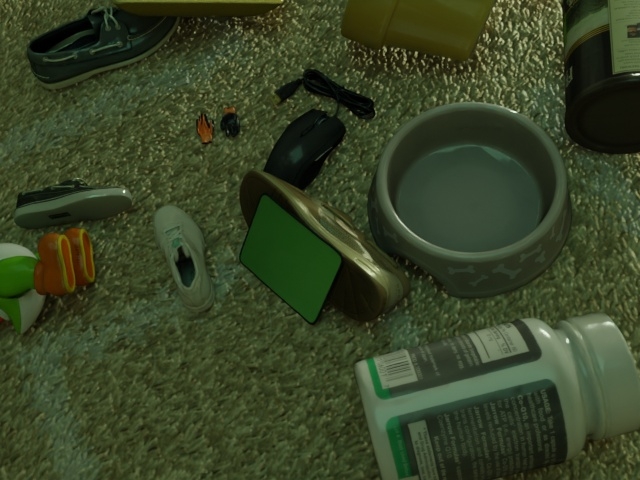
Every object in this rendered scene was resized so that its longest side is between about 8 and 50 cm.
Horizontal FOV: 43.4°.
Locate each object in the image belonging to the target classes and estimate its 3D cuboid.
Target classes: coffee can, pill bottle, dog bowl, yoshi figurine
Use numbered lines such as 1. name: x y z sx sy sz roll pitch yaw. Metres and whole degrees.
1. coffee can: 0.518 -0.316 1.373 0.201 0.201 0.276 3 62 9
2. pill bottle: 0.241 0.226 1.125 0.360 0.204 0.204 -14 62 0
3. dog bowl: 0.247 -0.081 1.344 0.348 0.102 0.349 -3 62 6
4. yoshi figurine: -0.584 0.031 1.358 0.362 0.204 0.203 -11 46 5

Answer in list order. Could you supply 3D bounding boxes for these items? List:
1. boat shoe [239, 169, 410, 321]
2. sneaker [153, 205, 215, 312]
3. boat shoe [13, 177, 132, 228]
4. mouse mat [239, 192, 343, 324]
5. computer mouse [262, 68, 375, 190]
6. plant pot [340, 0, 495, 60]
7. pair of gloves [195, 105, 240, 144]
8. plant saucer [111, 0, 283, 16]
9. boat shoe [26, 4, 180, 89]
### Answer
1. boat shoe: 0.000 0.000 1.339 0.341 0.122 0.110 44 39 22
2. sneaker: -0.235 0.014 1.362 0.080 0.094 0.212 -25 62 -4
3. boat shoe: -0.446 -0.078 1.448 0.219 0.078 0.070 -9 63 5
4. mouse mat: -0.052 0.030 1.312 0.189 0.153 0.007 39 36 23
5. computer mouse: -0.041 -0.215 1.475 0.184 0.060 0.262 36 72 22
6. plant pot: 0.193 -0.449 1.476 0.238 0.254 0.254 24 67 2
7. pair of gloves: -0.194 -0.218 1.525 0.083 0.010 0.074 -13 60 -2
8. plant saucer: -0.258 -0.563 1.635 0.332 0.081 0.333 -2 56 -11
9. boat shoe: -0.432 -0.411 1.607 0.319 0.099 0.116 -27 61 -8
